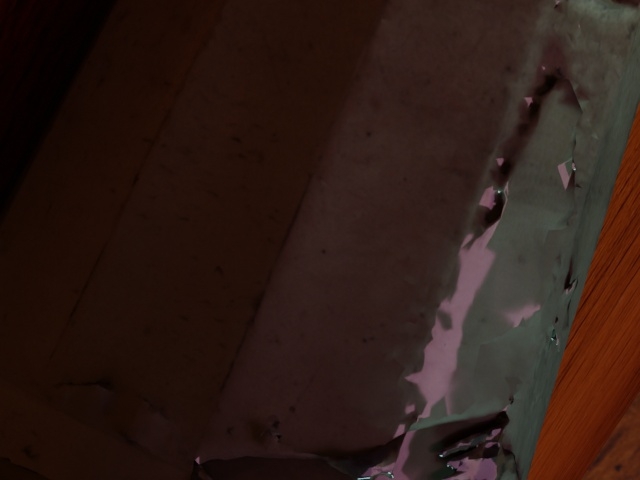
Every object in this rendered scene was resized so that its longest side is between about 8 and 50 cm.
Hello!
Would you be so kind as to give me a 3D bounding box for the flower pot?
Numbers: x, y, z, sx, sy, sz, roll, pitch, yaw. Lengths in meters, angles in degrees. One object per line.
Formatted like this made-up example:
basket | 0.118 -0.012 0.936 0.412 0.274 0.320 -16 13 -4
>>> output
flower pot | 0.000 0.000 0.558 0.202 0.212 0.212 -64 164 5
